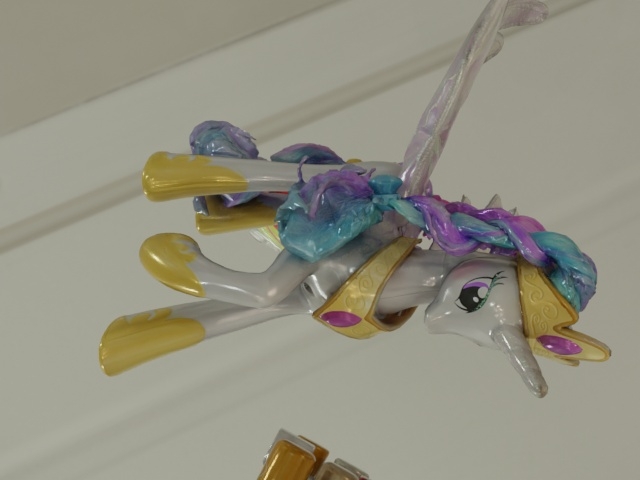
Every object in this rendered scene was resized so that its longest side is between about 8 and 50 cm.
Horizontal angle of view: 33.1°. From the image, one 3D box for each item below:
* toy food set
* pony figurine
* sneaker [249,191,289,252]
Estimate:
[{"bbox_3d":[-0.016,0.253,1.029,0.111,0.104,0.232,28,173,3],"label":"toy food set"},{"bbox_3d":[0.049,-0.015,0.831,0.351,0.364,0.302,-62,-32,-50],"label":"pony figurine"},{"bbox_3d":[0.000,0.000,1.269,0.209,0.081,0.094,31,156,0],"label":"sneaker"}]
